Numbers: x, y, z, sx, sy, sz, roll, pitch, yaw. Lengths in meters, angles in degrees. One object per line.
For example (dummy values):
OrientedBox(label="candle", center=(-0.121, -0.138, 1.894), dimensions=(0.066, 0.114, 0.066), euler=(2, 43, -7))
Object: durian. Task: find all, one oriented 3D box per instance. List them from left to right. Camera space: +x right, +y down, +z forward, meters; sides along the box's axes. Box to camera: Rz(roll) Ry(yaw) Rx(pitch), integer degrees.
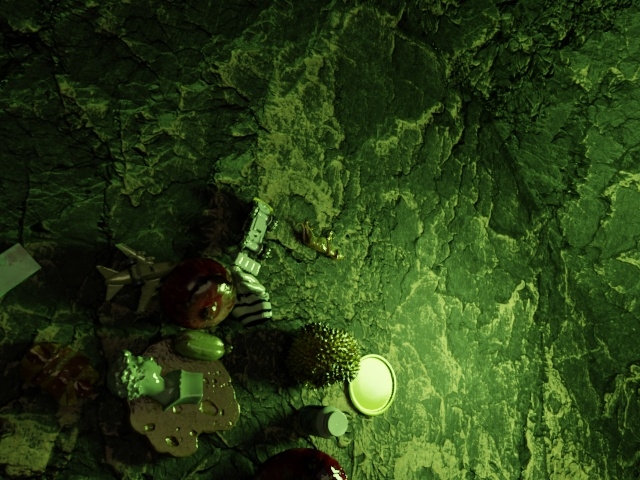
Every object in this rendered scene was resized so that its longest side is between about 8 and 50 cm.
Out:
OrientedBox(label="durian", center=(0.020, 0.412, 1.801), dimensions=(0.292, 0.258, 0.258), euler=(22, 67, -31))

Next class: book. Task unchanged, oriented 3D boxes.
OrientedBox(label="book", center=(-0.895, 0.081, 1.450), dimensions=(0.135, 0.017, 0.103), euler=(-45, 102, -32))

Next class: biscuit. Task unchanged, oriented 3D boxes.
OrientedBox(label="biscuit", center=(-0.430, 0.491, 1.597), dimensions=(0.381, 0.074, 0.359), euler=(38, 61, -20))

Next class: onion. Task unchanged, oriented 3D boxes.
OrientedBox(label="onion", center=(-0.386, 0.177, 1.623), dimensions=(0.246, 0.190, 0.246), euler=(-20, 129, -27))
OrientedBox(label="onion", center=(-0.054, 0.839, 1.652), dimensions=(0.347, 0.285, 0.348), euler=(-1, 80, 8))

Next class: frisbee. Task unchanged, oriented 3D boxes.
OrientedBox(label="frisbee", center=(0.204, 0.569, 2.001), dimensions=(0.235, 0.017, 0.236), euler=(9, 72, -30))

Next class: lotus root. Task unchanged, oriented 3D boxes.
OrientedBox(label="lotus root", center=(-0.371, 0.336, 1.602), dimensions=(0.183, 0.077, 0.090), euler=(19, 50, -27))

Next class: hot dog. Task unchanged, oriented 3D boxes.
OrientedBox(label="hot dog", center=(-0.733, 0.369, 1.424), dimensions=(0.213, 0.103, 0.146), euler=(39, 61, -16))

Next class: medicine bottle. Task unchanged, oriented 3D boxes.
OrientedBox(label="medicine bottle", center=(0.009, 0.629, 1.760), dimensions=(0.107, 0.191, 0.107), euler=(8, 73, -29))

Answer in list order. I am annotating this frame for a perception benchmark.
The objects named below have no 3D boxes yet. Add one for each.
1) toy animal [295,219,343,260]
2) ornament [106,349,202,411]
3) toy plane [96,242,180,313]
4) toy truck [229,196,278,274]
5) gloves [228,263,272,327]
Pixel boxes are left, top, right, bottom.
OrientedBox(label="toy animal", center=(0.000, 0.000, 1.999), dimensions=(0.241, 0.056, 0.099), euler=(26, 66, -25))
OrientedBox(label="ornament", center=(-0.481, 0.423, 1.481), dimensions=(0.285, 0.120, 0.130), euler=(28, 42, -21))
OrientedBox(label="toy plane", center=(-0.562, 0.106, 1.606), dimensions=(0.256, 0.104, 0.242), euler=(-16, 71, -27))
OrientedBox(label="toy truck", center=(-0.245, -0.016, 1.816), dimensions=(0.136, 0.111, 0.286), euler=(34, 58, -34))
OrientedBox(label="gloves", center=(-0.255, 0.183, 1.756), dimensions=(0.131, 0.140, 0.219), euler=(2, 62, -50))
